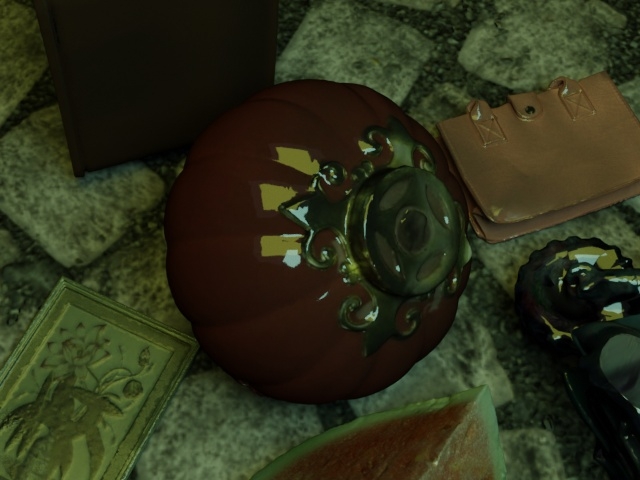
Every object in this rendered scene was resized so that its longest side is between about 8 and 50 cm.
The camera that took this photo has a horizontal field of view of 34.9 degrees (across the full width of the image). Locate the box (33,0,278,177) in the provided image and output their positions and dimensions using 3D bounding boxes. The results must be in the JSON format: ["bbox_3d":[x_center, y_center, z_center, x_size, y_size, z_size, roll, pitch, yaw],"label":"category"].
[{"bbox_3d":[-0.180,-0.256,1.037,0.229,0.339,0.239,-13,64,-11],"label":"box"}]

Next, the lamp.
[{"bbox_3d":[0.000,0.000,0.947,0.303,0.257,0.303,5,82,-38],"label":"lamp"}]

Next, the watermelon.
[{"bbox_3d":[0.060,0.259,0.875,0.260,0.176,0.256,-33,68,-34],"label":"watermelon"}]

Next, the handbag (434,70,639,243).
[{"bbox_3d":[0.246,-0.097,1.119,0.212,0.059,0.157,-18,65,-9],"label":"handbag"}]

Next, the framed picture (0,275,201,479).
[{"bbox_3d":[-0.243,0.161,1.000,0.173,0.010,0.231,22,65,10],"label":"framed picture"}]

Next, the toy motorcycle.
[{"bbox_3d":[0.355,0.143,0.934,0.232,0.172,0.416,-22,57,-5],"label":"toy motorcycle"}]
